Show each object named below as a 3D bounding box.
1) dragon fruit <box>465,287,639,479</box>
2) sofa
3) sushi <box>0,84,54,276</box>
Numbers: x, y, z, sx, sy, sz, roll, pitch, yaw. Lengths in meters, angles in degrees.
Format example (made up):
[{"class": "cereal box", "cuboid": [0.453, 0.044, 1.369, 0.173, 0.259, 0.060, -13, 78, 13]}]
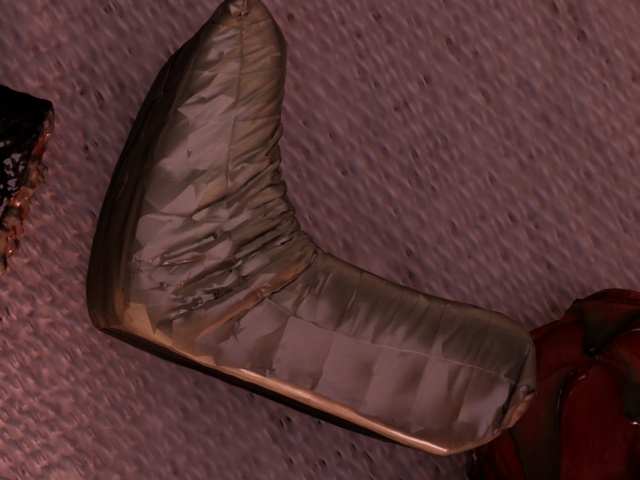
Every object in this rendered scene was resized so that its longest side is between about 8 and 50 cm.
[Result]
[{"class": "dragon fruit", "cuboid": [0.170, 0.130, 0.964, 0.274, 0.193, 0.192, -29, 121, -49]}, {"class": "sofa", "cuboid": [0.000, 0.000, 0.936, 0.225, 0.210, 0.176, 22, 82, -9]}, {"class": "sushi", "cuboid": [-0.197, -0.015, 0.945, 0.078, 0.090, 0.150, 23, 85, -9]}]
